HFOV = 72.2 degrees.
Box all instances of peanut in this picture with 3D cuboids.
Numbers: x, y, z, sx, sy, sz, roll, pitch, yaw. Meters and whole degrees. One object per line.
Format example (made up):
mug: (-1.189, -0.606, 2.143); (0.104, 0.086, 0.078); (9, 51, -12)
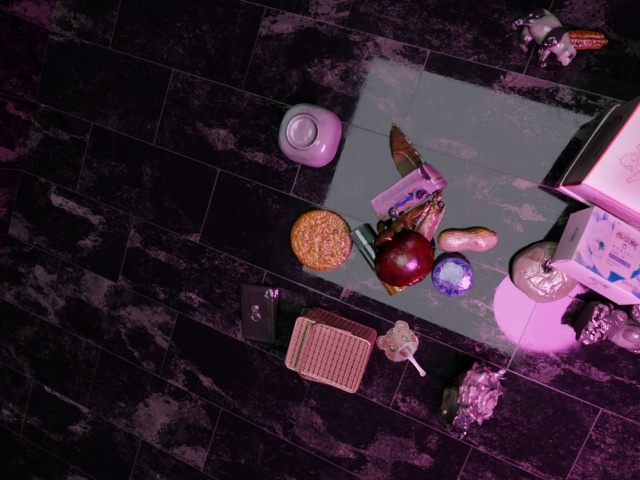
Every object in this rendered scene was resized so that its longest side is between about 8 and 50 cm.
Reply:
peanut: (0.525, 0.000, 1.569); (0.207, 0.087, 0.087); (-3, 94, 16)

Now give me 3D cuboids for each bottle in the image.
bottle: (0.217, 0.071, 1.662); (0.082, 0.082, 0.286); (-36, 85, 16)

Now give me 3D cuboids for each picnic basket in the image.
picnic basket: (0.033, 0.417, 1.697); (0.313, 0.175, 0.227); (19, 101, 13)

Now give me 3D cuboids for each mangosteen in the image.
mangosteen: (0.277, 0.035, 1.534); (0.215, 0.215, 0.257); (-30, 75, 16)

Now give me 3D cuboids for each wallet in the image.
wallet: (-0.258, 0.304, 1.835); (0.169, 0.052, 0.245); (4, 99, 18)

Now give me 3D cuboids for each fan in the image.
fan: (0.333, 0.432, 1.703); (0.152, 0.008, 0.226); (-41, 83, 14)

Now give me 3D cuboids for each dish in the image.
dish: (-0.051, -0.406, 1.671); (0.257, 0.117, 0.256); (2, 97, 15)

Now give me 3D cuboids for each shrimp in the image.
shrimp: (0.363, -0.065, 1.622); (0.154, 0.062, 0.294); (37, 105, 15)

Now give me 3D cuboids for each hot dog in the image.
hot dog: (0.860, -0.657, 1.438); (0.144, 0.038, 0.062); (10, 97, 14)

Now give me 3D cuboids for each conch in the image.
conch: (0.537, 0.563, 1.546); (0.186, 0.241, 0.313); (43, 118, 21)

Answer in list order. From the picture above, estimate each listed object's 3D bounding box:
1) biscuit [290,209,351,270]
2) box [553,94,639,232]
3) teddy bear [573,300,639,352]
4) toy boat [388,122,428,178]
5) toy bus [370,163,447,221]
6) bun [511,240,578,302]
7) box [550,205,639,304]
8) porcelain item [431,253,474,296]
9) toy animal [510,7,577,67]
biscuit: (0.000, 0.000, 1.739); (0.254, 0.035, 0.253); (2, 96, 15)
box: (0.963, -0.219, 1.316); (0.312, 0.300, 0.314); (33, 102, 9)
teddy bear: (0.986, 0.276, 1.445); (0.251, 0.144, 0.171); (10, 84, 11)
toy boat: (0.315, -0.298, 1.596); (0.109, 0.099, 0.292); (-32, 87, 42)
toy bus: (0.306, -0.164, 1.558); (0.274, 0.090, 0.112); (-34, 84, 41)
bun: (0.771, 0.112, 1.500); (0.222, 0.108, 0.221); (2, 96, 15)
box: (0.913, 0.051, 1.394); (0.274, 0.116, 0.203); (30, 78, -2)
porcelain item: (0.474, 0.125, 1.581); (0.147, 0.114, 0.147); (2, 97, 15)
toy animal: (0.737, -0.659, 1.433); (0.121, 0.094, 0.225); (-36, 67, 15)
